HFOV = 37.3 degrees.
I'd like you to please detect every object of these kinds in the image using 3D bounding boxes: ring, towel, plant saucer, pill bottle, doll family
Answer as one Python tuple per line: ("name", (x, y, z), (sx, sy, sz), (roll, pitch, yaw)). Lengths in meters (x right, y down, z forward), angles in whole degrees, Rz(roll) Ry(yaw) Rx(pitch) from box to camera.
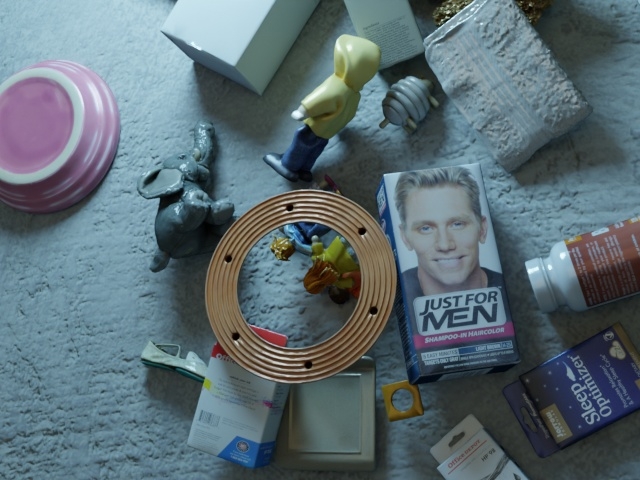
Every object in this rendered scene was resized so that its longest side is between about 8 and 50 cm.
("ring", (-0.034, 0.076, 1.600), (0.336, 0.032, 0.337), (-4, 73, 14))
("towel", (0.317, -0.281, 1.639), (0.187, 0.049, 0.282), (-37, 86, 24))
("plant saucer", (-0.576, -0.223, 1.948), (0.332, 0.084, 0.332), (-4, 76, 17))
("pill bottle", (0.450, 0.044, 1.538), (0.216, 0.121, 0.121), (-19, 72, 12))
("doll family", (0.000, 0.000, 1.692), (0.163, 0.118, 0.263), (-40, 69, 5))

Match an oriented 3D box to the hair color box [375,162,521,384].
("hair color box", (0.209, 0.055, 1.595), (0.173, 0.105, 0.347), (-8, 74, -7))

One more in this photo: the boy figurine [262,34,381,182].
("boy figurine", (0.007, -0.238, 1.703), (0.092, 0.177, 0.285), (38, 111, 19))

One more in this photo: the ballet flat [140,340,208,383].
("ballet flat", (-0.259, 0.223, 1.758), (0.168, 0.057, 0.052), (14, 72, 20))

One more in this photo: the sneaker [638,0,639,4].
("sneaker", (0.633, -0.486, 1.621), (0.081, 0.094, 0.208), (43, 91, 23))

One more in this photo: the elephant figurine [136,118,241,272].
("elephant figurine", (-0.262, -0.091, 1.798), (0.239, 0.186, 0.169), (58, 141, 31))

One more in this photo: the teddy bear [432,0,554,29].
("teddy bear", (0.287, -0.492, 1.738), (0.338, 0.113, 0.245), (8, 72, 27))

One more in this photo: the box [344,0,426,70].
("box", (0.095, -0.454, 1.716), (0.113, 0.094, 0.275), (-19, 104, 11))

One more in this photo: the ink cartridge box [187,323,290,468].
("ink cartridge box", (-0.130, 0.262, 1.644), (0.134, 0.078, 0.231), (15, 87, 20))

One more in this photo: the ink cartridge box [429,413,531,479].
("ink cartridge box", (0.265, 0.381, 1.549), (0.104, 0.060, 0.180), (-43, 69, 4))

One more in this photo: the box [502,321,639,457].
("box", (0.423, 0.247, 1.546), (0.225, 0.036, 0.136), (-31, 70, 10))

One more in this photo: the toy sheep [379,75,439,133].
("toy sheep", (0.157, -0.247, 1.721), (0.091, 0.091, 0.132), (40, 73, 22))

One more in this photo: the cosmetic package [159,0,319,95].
("cosmetic package", (-0.118, -0.493, 1.828), (0.197, 0.155, 0.366), (32, 89, 22))

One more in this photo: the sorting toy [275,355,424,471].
("sorting toy", (0.014, 0.302, 1.657), (0.347, 0.047, 0.196), (-3, 81, 19))
